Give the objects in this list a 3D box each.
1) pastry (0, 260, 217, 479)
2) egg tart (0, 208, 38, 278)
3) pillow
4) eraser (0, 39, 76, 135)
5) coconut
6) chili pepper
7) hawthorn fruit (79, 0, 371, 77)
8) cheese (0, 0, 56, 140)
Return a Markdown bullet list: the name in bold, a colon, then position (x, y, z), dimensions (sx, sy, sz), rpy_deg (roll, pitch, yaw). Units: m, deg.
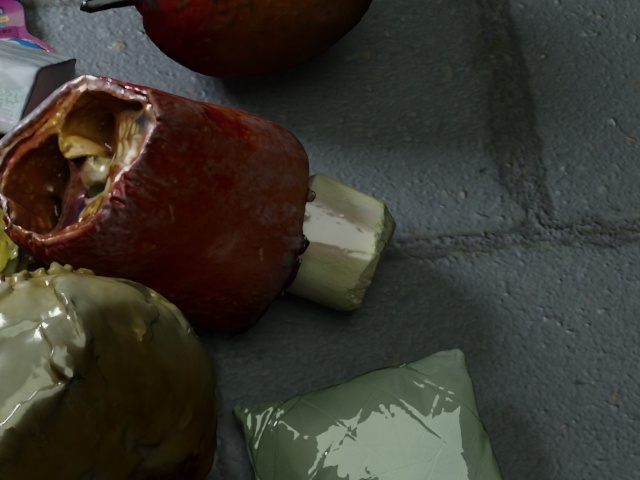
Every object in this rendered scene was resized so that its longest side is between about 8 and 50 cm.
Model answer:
- **pastry**: position (-0.294, 0.205, 1.536), dimensions (0.409, 0.409, 0.245), rpy_deg (-40, 55, -22)
- **egg tart**: position (-0.496, 0.030, 1.704), dimensions (0.388, 0.169, 0.388), rpy_deg (2, 62, -4)
- **pillow**: position (0.068, 0.282, 1.712), dimensions (0.274, 0.076, 0.281), rpy_deg (-16, 71, -5)
- **eraser**: position (-0.500, -0.211, 1.759), dimensions (0.396, 0.213, 0.082), rpy_deg (14, 101, 3)
- **coconut**: position (0.000, 0.000, 1.798), dimensions (0.152, 0.147, 0.147), rpy_deg (22, 64, 5)
- **chili pepper**: position (-0.172, -0.043, 1.676), dimensions (0.305, 0.251, 0.229), rpy_deg (19, 45, -47)
- **hawthorn fruit**: position (-0.116, -0.335, 1.865), dimensions (0.369, 0.285, 0.285), rpy_deg (-17, 68, -11)
- **cheese**: position (-0.394, -0.223, 1.894), dimensions (0.155, 0.062, 0.244), rpy_deg (-8, 66, -10)
